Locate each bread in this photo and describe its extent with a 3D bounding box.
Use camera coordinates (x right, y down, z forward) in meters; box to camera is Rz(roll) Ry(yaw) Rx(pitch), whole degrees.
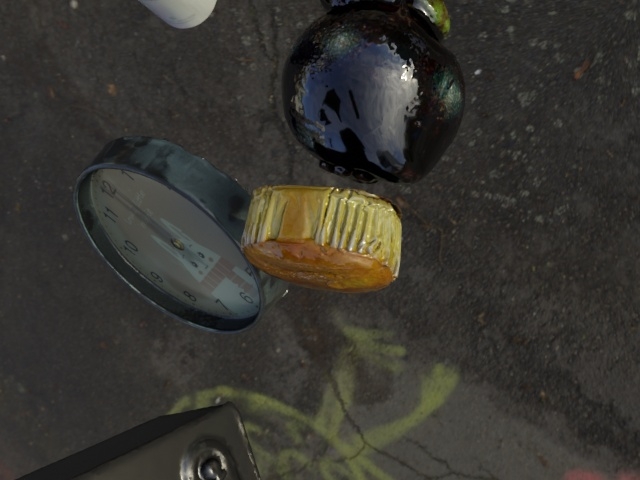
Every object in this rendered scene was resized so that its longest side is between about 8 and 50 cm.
[{"bbox_3d":[0.000,0.000,0.756,0.191,0.132,0.114,0,70,28],"label":"bread"}]

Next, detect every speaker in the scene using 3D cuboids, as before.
[{"bbox_3d":[-0.185,0.339,0.690,0.184,0.232,0.253,-21,85,43],"label":"speaker"}]

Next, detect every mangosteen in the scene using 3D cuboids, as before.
[{"bbox_3d":[0.063,-0.180,0.729,0.243,0.243,0.242,9,113,23],"label":"mangosteen"}]

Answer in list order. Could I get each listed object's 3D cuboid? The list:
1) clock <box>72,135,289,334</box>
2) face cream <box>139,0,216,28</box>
[{"bbox_3d":[-0.232,0.005,1.053,0.387,0.076,0.386,20,141,18],"label":"clock"},{"bbox_3d":[-0.230,-0.357,0.755,0.102,0.345,0.101,-1,87,12],"label":"face cream"}]
